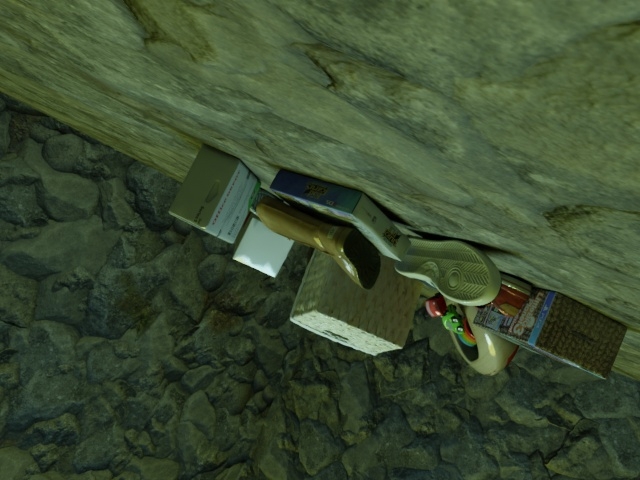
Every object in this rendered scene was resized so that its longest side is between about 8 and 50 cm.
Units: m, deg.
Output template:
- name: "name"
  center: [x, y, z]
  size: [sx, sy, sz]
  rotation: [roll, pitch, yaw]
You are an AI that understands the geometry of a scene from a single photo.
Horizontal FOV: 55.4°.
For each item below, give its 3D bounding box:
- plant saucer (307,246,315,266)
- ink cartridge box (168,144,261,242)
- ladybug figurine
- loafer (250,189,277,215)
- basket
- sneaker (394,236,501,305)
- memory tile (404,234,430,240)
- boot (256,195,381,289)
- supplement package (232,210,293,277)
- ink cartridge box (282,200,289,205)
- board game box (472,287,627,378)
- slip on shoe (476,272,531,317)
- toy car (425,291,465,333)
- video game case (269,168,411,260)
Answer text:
- name: "plant saucer"
  center: [0.078, 0.095, 2.114]
  size: [0.277, 0.278, 0.041]
  rotation: [25, 147, -12]
- name: "ink cartridge box"
  center: [-0.287, -0.123, 1.718]
  size: [0.121, 0.211, 0.289]
  rotation: [25, 175, 9]
- name: "ladybug figurine"
  center: [0.522, 0.270, 1.946]
  size: [0.449, 0.161, 0.305]
  rotation: [86, 162, -76]
- name: "loafer"
  center: [-0.184, -0.112, 2.112]
  size: [0.087, 0.095, 0.251]
  rotation: [16, 172, 39]
- name: "basket"
  center: [0.128, 0.151, 1.920]
  size: [0.328, 0.332, 0.266]
  rotation: [24, 161, -12]
- name: "sneaker"
  center: [0.318, 0.069, 1.388]
  size: [0.148, 0.131, 0.350]
  rotation: [18, -175, -25]
- name: "memory tile"
  center: [0.280, 0.015, 1.593]
  size: [0.113, 0.012, 0.148]
  rotation: [26, 176, -21]
- name: "boot"
  center: [0.000, 0.000, 1.477]
  size: [0.269, 0.089, 0.236]
  rotation: [21, 156, 36]
- name: "supplement package"
  center: [-0.207, -0.022, 2.270]
  size: [0.175, 0.178, 0.293]
  rotation: [25, -165, -13]
- name: "ink cartridge box"
  center: [-0.069, -0.071, 1.836]
  size: [0.090, 0.092, 0.143]
  rotation: [40, -179, 13]
- name: "board game box"
  center: [0.587, 0.223, 1.595]
  size: [0.232, 0.141, 0.291]
  rotation: [25, 176, -16]
- name: "slip on shoe"
  center: [0.417, 0.125, 1.623]
  size: [0.123, 0.101, 0.331]
  rotation: [24, 178, -26]
- name: "toy car"
  center: [0.360, 0.194, 1.785]
  size: [0.225, 0.053, 0.239]
  rotation: [57, -157, -28]
- name: "video game case"
  center: [0.048, -0.061, 1.436]
  size: [0.269, 0.061, 0.244]
  rotation: [21, 169, 41]
